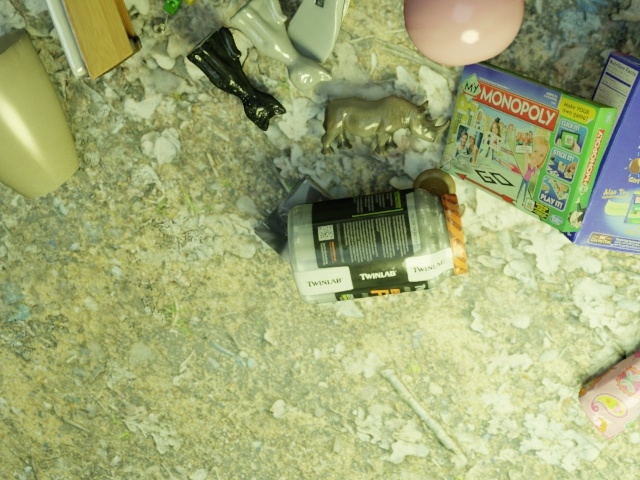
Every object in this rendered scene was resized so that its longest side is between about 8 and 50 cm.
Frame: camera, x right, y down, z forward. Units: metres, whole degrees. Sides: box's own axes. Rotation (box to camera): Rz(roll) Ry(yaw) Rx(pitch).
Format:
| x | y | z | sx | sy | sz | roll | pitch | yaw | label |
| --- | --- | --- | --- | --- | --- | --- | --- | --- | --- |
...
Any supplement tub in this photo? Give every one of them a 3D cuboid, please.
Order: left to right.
| x | y | z | sx | sy | sz | roll | pitch | yaw | label |
| --- | --- | --- | --- | --- | --- | --- | --- | --- | --- |
| 0.107 | 0.008 | 1.755 | 0.316 | 0.193 | 0.193 | -8 | 106 | 7 | supplement tub |

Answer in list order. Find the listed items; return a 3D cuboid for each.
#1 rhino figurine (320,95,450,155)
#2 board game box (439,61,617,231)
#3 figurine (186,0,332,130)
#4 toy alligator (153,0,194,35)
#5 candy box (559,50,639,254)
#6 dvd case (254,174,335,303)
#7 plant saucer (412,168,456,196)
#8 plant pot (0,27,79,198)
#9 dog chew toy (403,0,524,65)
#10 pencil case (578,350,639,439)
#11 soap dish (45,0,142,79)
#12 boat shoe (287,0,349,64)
| x | y | z | sx | sy | sz | roll | pitch | yaw | label |
| --- | --- | --- | --- | --- | --- | --- | --- | --- | --- |
| 0.119 | -0.217 | 1.757 | 0.243 | 0.073 | 0.106 | 0 | 111 | 10 | rhino figurine |
| 0.347 | -0.172 | 1.631 | 0.046 | 0.317 | 0.213 | -4 | 115 | -35 | board game box |
| -0.107 | -0.325 | 1.740 | 0.215 | 0.092 | 0.209 | -29 | 110 | 39 | figurine |
| -0.268 | -0.461 | 1.762 | 0.056 | 0.051 | 0.189 | 36 | 111 | -2 | toy alligator |
| 0.570 | -0.140 | 1.614 | 0.268 | 0.122 | 0.317 | 8 | 114 | -22 | candy box |
| 0.000 | 0.000 | 1.880 | 0.221 | 0.018 | 0.164 | 42 | 110 | -5 | dvd case |
| 0.218 | -0.096 | 1.808 | 0.083 | 0.015 | 0.083 | 3 | 108 | 10 | plant saucer |
| -0.598 | -0.224 | 1.821 | 0.256 | 0.256 | 0.274 | -23 | 118 | 17 | plant pot |
| 0.220 | -0.467 | 1.570 | 0.207 | 0.206 | 0.332 | -12 | 114 | 14 | dog chew toy |
| 0.631 | 0.260 | 1.791 | 0.284 | 0.124 | 0.124 | -41 | 97 | 19 | pencil case |
| -0.412 | -0.414 | 1.695 | 0.118 | 0.291 | 0.229 | -18 | 104 | -3 | soap dish |
| 0.009 | -0.436 | 1.697 | 0.096 | 0.088 | 0.267 | 26 | 132 | 16 | boat shoe |
